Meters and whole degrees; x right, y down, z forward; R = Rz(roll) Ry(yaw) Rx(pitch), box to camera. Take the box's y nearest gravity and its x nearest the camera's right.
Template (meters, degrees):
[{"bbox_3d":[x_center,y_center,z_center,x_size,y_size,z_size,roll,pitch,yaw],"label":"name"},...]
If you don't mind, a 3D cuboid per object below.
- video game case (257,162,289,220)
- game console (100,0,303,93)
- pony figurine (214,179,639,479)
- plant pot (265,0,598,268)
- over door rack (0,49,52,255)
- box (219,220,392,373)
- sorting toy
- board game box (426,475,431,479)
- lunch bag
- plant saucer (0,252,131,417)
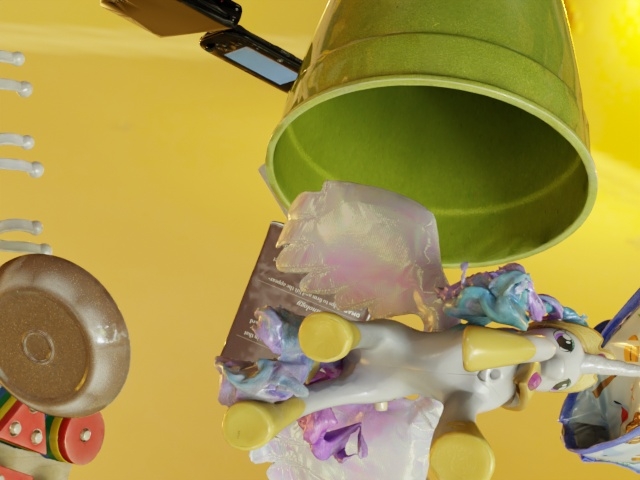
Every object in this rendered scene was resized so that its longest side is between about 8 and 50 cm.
[{"bbox_3d":[0.000,0.000,2.302,0.212,0.023,0.193,59,-170,26],"label":"video game case"},{"bbox_3d":[-0.137,-0.298,2.335,0.361,0.044,0.213,25,169,-32],"label":"game console"},{"bbox_3d":[0.067,0.108,1.359,0.351,0.302,0.363,5,-175,26],"label":"pony figurine"},{"bbox_3d":[0.143,-0.212,1.833,0.367,0.366,0.353,8,-121,0],"label":"plant pot"},{"bbox_3d":[-0.417,-0.076,2.020,0.108,0.239,0.324,-2,163,-26],"label":"over door rack"},{"bbox_3d":[-0.006,0.097,2.043,0.167,0.203,0.168,21,-177,12],"label":"box"},{"bbox_3d":[-0.420,0.311,2.253,0.089,0.255,0.257,6,164,33],"label":"sorting toy"},{"bbox_3d":[0.045,0.482,2.747,0.141,0.291,0.232,32,-170,-29],"label":"board game box"},{"bbox_3d":[0.571,0.199,2.297,0.328,0.385,0.239,15,-144,-27],"label":"lunch bag"},{"bbox_3d":[-0.306,0.113,1.765,0.199,0.198,0.036,15,-157,19],"label":"plant saucer"}]
